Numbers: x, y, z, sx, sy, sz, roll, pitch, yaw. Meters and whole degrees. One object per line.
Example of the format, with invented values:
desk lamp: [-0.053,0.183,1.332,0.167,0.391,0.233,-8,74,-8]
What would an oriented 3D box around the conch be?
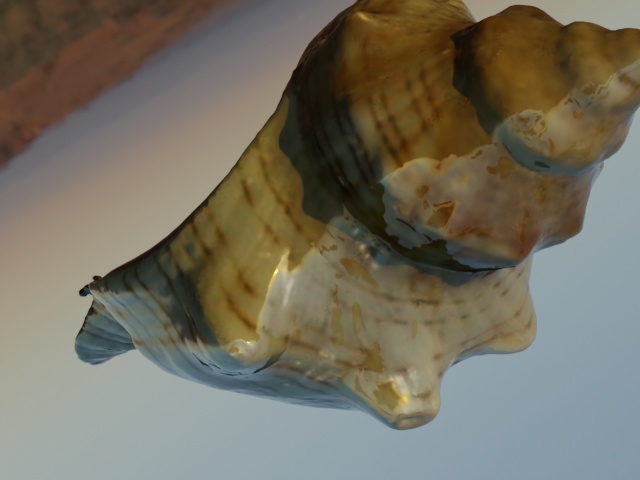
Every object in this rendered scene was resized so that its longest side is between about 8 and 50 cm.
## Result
conch: [0.008,0.010,0.783,0.203,0.169,0.386,-15,156,-49]
